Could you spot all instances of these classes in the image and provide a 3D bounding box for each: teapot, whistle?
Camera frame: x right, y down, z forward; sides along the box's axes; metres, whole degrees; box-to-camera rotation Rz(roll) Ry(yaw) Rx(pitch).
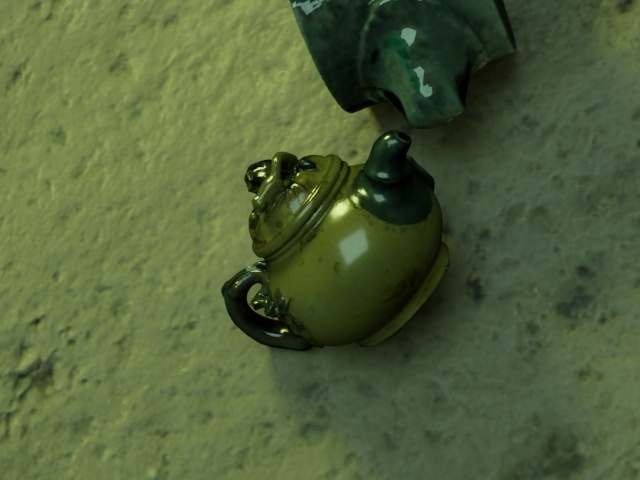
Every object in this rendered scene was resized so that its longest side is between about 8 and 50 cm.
[{"bbox_3d":[0.000,0.000,1.109,0.182,0.173,0.269,41,126,-14],"label":"teapot"},{"bbox_3d":[0.045,-0.297,1.136,0.168,0.188,0.405,-19,94,14],"label":"whistle"}]
